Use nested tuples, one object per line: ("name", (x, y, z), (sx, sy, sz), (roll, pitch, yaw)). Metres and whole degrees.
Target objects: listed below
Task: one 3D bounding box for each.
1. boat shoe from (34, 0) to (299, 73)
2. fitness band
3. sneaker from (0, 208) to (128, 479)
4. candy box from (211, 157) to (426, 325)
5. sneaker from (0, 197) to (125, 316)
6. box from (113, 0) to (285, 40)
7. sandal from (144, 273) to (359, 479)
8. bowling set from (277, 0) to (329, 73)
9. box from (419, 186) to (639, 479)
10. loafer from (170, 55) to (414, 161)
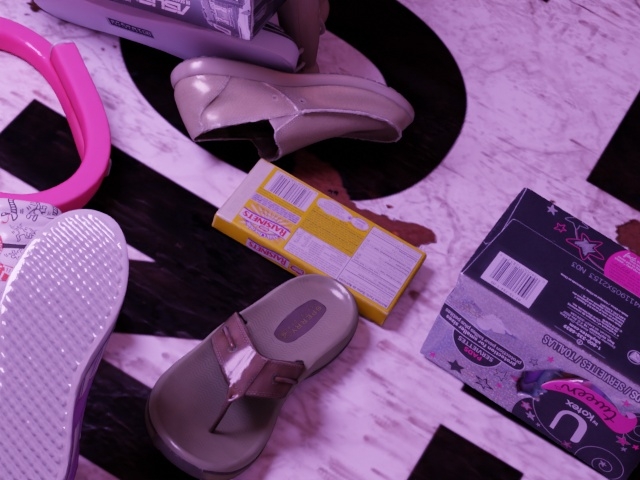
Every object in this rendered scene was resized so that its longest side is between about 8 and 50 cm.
("boat shoe", (-0.157, -0.261, 2.061), (0.301, 0.108, 0.102), (17, 74, 12))
("fitness band", (-0.328, -0.128, 1.947), (0.209, 0.054, 0.291), (-7, 53, -26))
("sneaker", (-0.240, 0.119, 1.677), (0.102, 0.161, 0.282), (16, 71, 2))
("candy box", (0.000, 0.000, 1.982), (0.206, 0.027, 0.105), (31, 49, 7))
("sneaker", (-0.328, 0.045, 1.773), (0.270, 0.090, 0.145), (-15, 57, -36))
("box", (-0.157, -0.338, 2.016), (0.307, 0.076, 0.242), (17, 42, 15))
("sandal", (-0.063, 0.111, 1.818), (0.120, 0.086, 0.303), (34, 47, 9))
("bowling set", (-0.075, -0.309, 2.171), (0.200, 0.154, 0.287), (7, 47, 9))
("box", (0.252, 0.097, 1.919), (0.247, 0.142, 0.163), (32, 48, 9))
("loafer", (-0.031, -0.130, 2.040), (0.268, 0.102, 0.092), (7, 76, -14))
